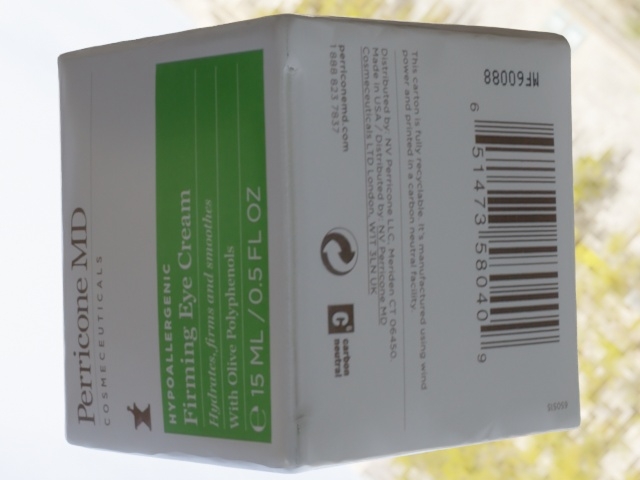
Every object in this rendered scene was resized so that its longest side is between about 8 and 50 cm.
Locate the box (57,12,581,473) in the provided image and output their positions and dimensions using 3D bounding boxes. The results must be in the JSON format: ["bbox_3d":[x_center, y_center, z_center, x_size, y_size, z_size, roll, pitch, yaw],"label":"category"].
[{"bbox_3d":[0.000,0.000,0.428,0.102,0.101,0.087,-1,180,-43],"label":"box"}]
